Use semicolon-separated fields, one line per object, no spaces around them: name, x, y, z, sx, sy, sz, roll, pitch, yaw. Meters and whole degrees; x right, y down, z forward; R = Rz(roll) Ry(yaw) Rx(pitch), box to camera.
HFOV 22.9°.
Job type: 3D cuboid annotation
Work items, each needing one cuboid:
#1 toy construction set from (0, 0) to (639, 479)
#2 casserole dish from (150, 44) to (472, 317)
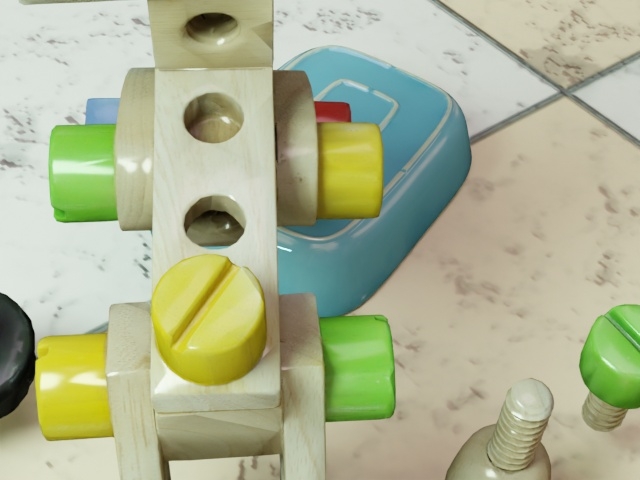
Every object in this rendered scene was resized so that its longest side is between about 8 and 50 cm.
toy construction set;0.000;0.000;0.535;0.308;0.237;0.257;21;55;8
casserole dish;0.000;-0.037;0.748;0.114;0.037;0.188;26;45;17
